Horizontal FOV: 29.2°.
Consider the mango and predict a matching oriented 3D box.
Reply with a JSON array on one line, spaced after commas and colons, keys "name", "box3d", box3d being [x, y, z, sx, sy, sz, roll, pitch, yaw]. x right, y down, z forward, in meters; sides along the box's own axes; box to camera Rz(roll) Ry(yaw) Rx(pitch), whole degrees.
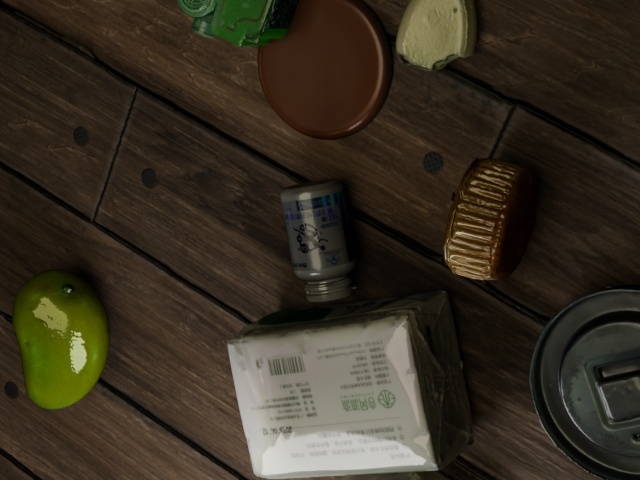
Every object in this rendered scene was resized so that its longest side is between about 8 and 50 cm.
[{"name": "mango", "box3d": [-0.483, 0.186, 2.312, 0.185, 0.149, 0.273, 0, 107, 20]}]

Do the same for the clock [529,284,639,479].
[{"name": "clock", "box3d": [0.471, 0.215, 1.849, 0.312, 0.061, 0.313, 7, 104, 27]}]

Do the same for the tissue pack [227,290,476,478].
[{"name": "tissue pack", "box3d": [0.047, 0.240, 2.009, 0.356, 0.194, 0.266, -9, 95, 31]}]

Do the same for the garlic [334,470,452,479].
[{"name": "garlic", "box3d": [0.131, 0.481, 2.070, 0.237, 0.210, 0.292, 27, 113, -16]}]

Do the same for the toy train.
[{"name": "toy train", "box3d": [-0.118, -0.429, 1.978, 0.188, 0.132, 0.243, 30, 110, 18]}]

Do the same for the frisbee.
[{"name": "frisbee", "box3d": [0.003, -0.289, 2.014, 0.251, 0.021, 0.251, 8, 106, 28]}]

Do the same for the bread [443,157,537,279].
[{"name": "bread", "box3d": [0.260, -0.028, 1.834, 0.104, 0.199, 0.199, 17, 109, 20]}]

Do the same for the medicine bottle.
[{"name": "medicine bottle", "box3d": [0.000, 0.000, 2.030, 0.107, 0.107, 0.191, -6, 98, 29]}]

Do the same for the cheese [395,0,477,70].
[{"name": "cheese", "box3d": [0.195, -0.381, 1.870, 0.127, 0.050, 0.255, 21, 111, 23]}]
